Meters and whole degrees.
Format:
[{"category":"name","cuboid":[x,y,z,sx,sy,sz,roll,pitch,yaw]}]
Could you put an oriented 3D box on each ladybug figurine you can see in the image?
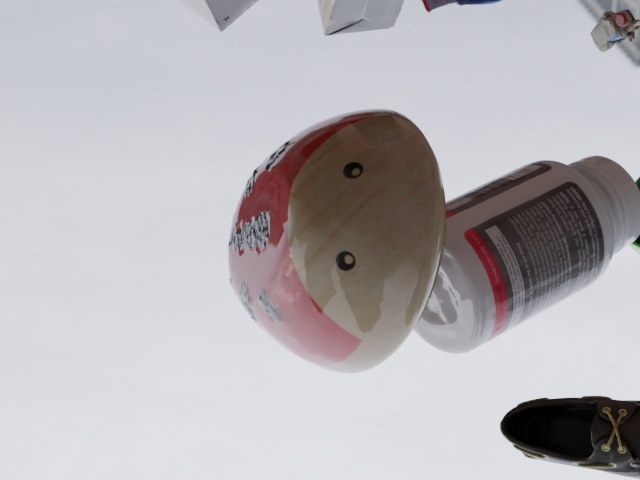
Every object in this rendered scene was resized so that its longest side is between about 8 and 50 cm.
[{"category":"ladybug figurine","cuboid":[0.000,0.000,1.524,0.162,0.305,0.449,6,168,-18]}]

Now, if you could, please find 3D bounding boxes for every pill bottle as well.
[{"category":"pill bottle","cuboid":[0.252,0.003,1.643,0.318,0.176,0.176,-24,-142,-30]}]

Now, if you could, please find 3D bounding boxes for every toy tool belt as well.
[{"category":"toy tool belt","cuboid":[0.411,-0.295,1.804,0.051,0.083,0.052,-22,-99,-26]}]

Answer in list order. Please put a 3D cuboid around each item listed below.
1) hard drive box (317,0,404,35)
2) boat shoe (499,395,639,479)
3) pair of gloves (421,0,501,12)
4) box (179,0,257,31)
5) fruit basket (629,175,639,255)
[{"category":"hard drive box","cuboid":[0.037,-0.381,1.519,0.089,0.181,0.232,-8,-104,-9]},{"category":"boat shoe","cuboid":[0.292,0.201,1.351,0.227,0.081,0.068,-6,163,41]},{"category":"pair of gloves","cuboid":[0.196,-0.414,1.896,0.159,0.023,0.198,-18,-117,-5]},{"category":"box","cuboid":[-0.159,-0.360,1.615,0.091,0.130,0.170,-43,-126,-11]},{"category":"fruit basket","cuboid":[0.600,-0.062,1.834,0.283,0.392,0.392,-46,-135,-9]}]
